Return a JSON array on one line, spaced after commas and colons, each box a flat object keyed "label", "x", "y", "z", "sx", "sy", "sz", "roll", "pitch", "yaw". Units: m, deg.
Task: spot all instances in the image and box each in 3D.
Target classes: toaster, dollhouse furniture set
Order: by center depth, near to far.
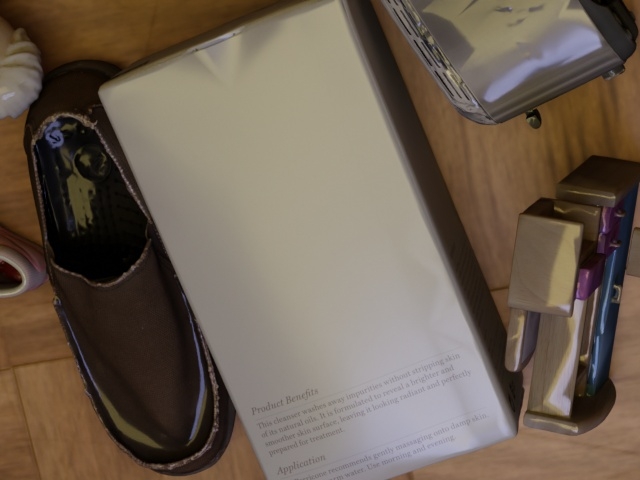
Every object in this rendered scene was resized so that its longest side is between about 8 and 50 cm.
[{"label": "dollhouse furniture set", "x": 0.316, "y": 0.072, "z": 1.471, "sx": 0.303, "sy": 0.286, "sz": 0.198, "roll": 10, "pitch": 105, "yaw": 18}, {"label": "toaster", "x": 0.136, "y": -0.200, "z": 1.514, "sx": 0.146, "sy": 0.129, "sz": 0.227, "roll": -33, "pitch": 98, "yaw": 16}]

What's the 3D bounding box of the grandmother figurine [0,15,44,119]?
[{"label": "grandmother figurine", "x": -0.338, "y": -0.244, "z": 1.575, "sx": 0.208, "sy": 0.104, "sz": 0.342, "roll": -33, "pitch": 89, "yaw": 23}]

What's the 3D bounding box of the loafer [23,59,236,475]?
[{"label": "loafer", "x": -0.176, "y": 0.037, "z": 1.615, "sx": 0.134, "sy": 0.130, "sz": 0.366, "roll": -17, "pitch": 100, "yaw": 12}]

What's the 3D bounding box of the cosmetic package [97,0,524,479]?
[{"label": "cosmetic package", "x": 0.000, "y": 0.000, "z": 1.570, "sx": 0.217, "sy": 0.156, "sz": 0.385, "roll": -19, "pitch": 99, "yaw": 12}]

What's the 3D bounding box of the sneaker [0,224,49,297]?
[{"label": "sneaker", "x": -0.299, "y": 0.009, "z": 1.658, "sx": 0.134, "sy": 0.070, "sz": 0.051, "roll": 23, "pitch": 108, "yaw": 3}]
